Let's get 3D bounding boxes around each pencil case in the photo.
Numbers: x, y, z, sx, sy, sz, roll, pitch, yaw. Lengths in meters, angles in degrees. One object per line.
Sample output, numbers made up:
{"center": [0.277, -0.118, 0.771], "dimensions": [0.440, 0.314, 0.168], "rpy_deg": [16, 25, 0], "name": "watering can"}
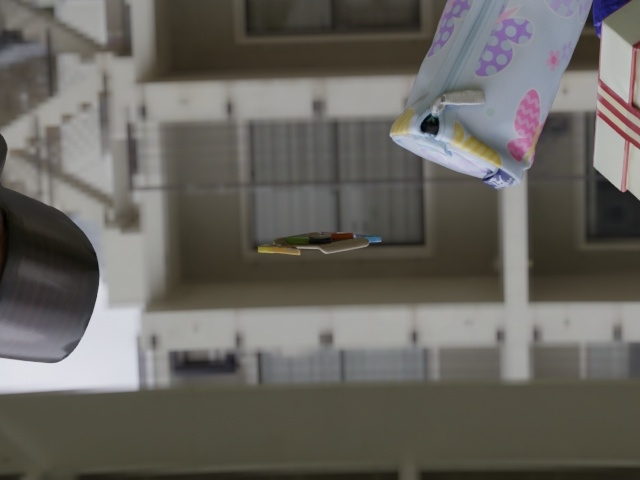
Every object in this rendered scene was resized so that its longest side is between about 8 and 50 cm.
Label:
{"center": [0.152, -0.181, 1.413], "dimensions": [0.113, 0.273, 0.124], "rpy_deg": [18, 173, 43], "name": "pencil case"}

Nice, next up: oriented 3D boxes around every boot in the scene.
{"center": [-0.270, -0.032, 0.757], "dimensions": [0.280, 0.096, 0.264], "rpy_deg": [18, -166, -35], "name": "boot"}

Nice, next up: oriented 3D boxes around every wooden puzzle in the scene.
{"center": [0.000, 0.000, 1.698], "dimensions": [0.078, 0.014, 0.116], "rpy_deg": [6, -169, 37], "name": "wooden puzzle"}

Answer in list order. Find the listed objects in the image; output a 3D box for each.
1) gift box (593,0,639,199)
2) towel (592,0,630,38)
{"center": [0.421, -0.143, 1.644], "dimensions": [0.276, 0.255, 0.258], "rpy_deg": [-33, -121, -21], "name": "gift box"}
{"center": [0.451, -0.353, 2.035], "dimensions": [0.076, 0.227, 0.308], "rpy_deg": [19, 159, -34], "name": "towel"}
